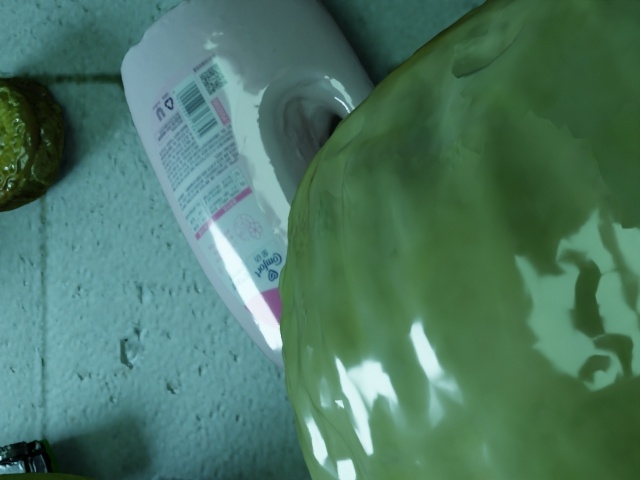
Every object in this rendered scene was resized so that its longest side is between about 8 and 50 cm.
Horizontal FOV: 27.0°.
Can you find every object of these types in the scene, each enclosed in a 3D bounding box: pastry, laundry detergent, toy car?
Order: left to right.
[{"bbox_3d":[-0.249,0.193,0.987,0.165,0.062,0.071,-22,83,29],"label":"toy car"},{"bbox_3d":[-0.232,-0.070,0.966,0.109,0.057,0.097,27,104,25],"label":"pastry"},{"bbox_3d":[0.000,0.000,0.820,0.159,0.088,0.335,-34,77,26],"label":"laundry detergent"},{"bbox_3d":[0.181,0.029,0.558,0.388,0.388,0.312,-35,79,27],"label":"pastry"}]

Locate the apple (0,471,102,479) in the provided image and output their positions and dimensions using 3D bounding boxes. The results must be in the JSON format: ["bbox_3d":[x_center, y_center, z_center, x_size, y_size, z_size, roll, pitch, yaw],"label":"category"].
[{"bbox_3d":[-0.174,0.303,0.799,0.340,0.339,0.339,2,94,30],"label":"apple"}]
